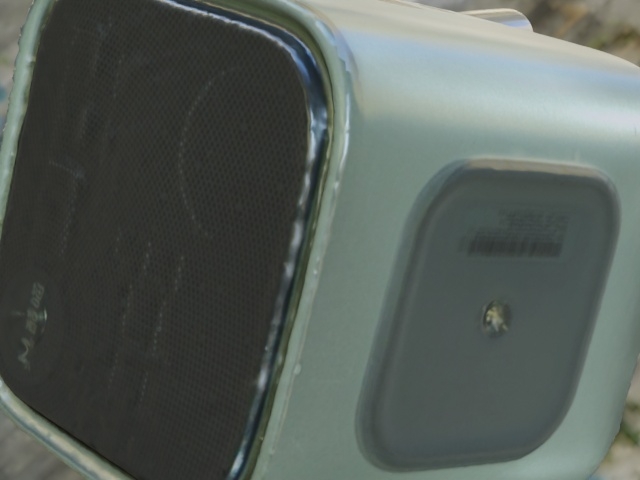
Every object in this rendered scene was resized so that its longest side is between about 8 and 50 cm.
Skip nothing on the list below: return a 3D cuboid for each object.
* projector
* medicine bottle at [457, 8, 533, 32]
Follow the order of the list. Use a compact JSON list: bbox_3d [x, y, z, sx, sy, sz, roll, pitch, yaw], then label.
[{"bbox_3d":[0.000,0.000,0.836,0.249,0.248,0.248,2,15,-44],"label":"projector"},{"bbox_3d":[0.136,-0.180,1.490,0.057,0.058,0.199,46,26,12],"label":"medicine bottle"}]
